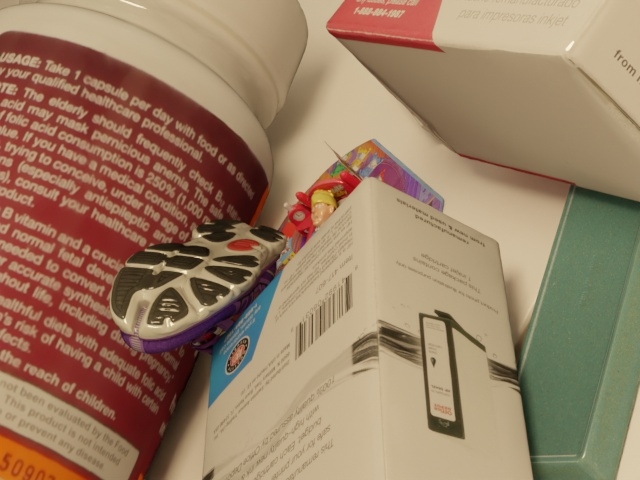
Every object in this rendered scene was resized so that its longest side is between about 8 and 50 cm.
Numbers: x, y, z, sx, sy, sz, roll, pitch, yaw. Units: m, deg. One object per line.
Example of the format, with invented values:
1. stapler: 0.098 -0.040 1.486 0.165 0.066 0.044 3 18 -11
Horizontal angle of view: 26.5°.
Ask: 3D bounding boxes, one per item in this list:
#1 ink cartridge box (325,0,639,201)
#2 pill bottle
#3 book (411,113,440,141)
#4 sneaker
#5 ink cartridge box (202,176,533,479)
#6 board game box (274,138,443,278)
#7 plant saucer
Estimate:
1. ink cartridge box: 0.163 -0.168 0.634 0.283 0.117 0.207 -54 28 -8
2. pill bottle: -0.164 -0.005 0.865 0.224 0.224 0.392 -8 53 53
3. book: 0.098 -0.138 0.812 0.144 0.035 0.096 -47 33 15
4. sneaker: -0.059 0.037 0.743 0.170 0.068 0.071 -29 -54 -69
5. ink cartridge box: 0.015 0.098 0.613 0.148 0.086 0.203 -46 29 36
6. board game box: 0.000 0.000 0.811 0.133 0.033 0.169 -51 28 6
7. plant saucer: 0.125 0.022 0.618 0.067 0.018 0.192 -13 50 51
